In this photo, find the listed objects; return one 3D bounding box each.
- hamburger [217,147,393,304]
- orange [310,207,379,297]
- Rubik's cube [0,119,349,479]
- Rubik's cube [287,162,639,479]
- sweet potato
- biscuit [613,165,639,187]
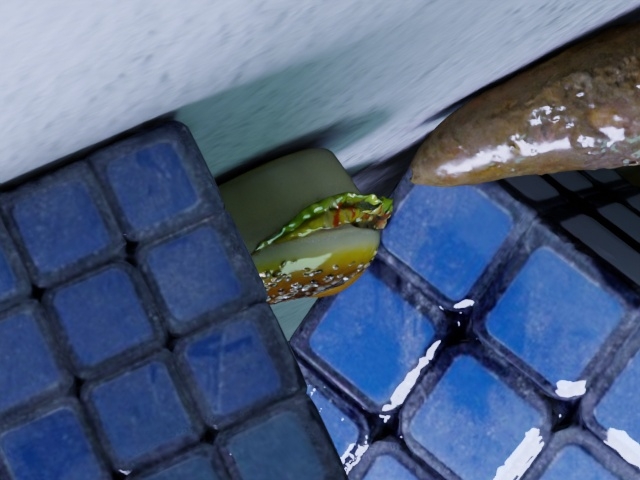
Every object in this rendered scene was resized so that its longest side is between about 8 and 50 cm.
[{"bbox_3d":[-0.023,-0.002,0.999,0.141,0.081,0.126,-25,174,7],"label":"hamburger"},{"bbox_3d":[0.000,0.000,1.166,0.085,0.085,0.085,-25,174,-3],"label":"orange"},{"bbox_3d":[-0.128,0.110,0.814,0.237,0.237,0.238,-26,174,-10],"label":"Rubik's cube"},{"bbox_3d":[0.165,0.114,1.300,0.305,0.301,0.304,-56,164,21],"label":"Rubik's cube"},{"bbox_3d":[0.221,-0.103,1.089,0.341,0.092,0.114,-24,-169,-7],"label":"sweet potato"},{"bbox_3d":[0.305,-0.064,1.695,0.268,0.115,0.366,-23,172,-23],"label":"biscuit"}]
